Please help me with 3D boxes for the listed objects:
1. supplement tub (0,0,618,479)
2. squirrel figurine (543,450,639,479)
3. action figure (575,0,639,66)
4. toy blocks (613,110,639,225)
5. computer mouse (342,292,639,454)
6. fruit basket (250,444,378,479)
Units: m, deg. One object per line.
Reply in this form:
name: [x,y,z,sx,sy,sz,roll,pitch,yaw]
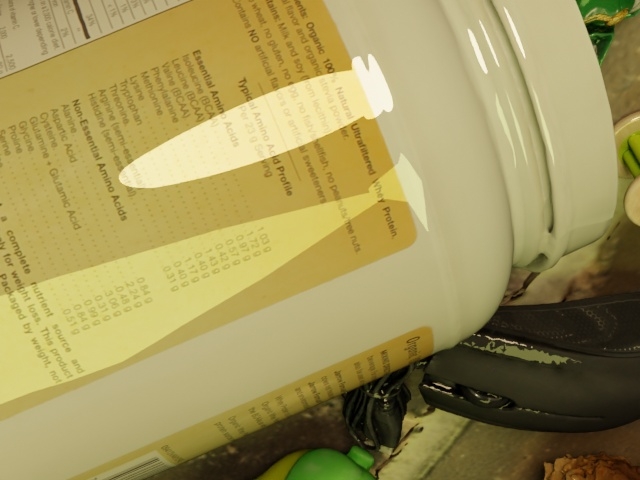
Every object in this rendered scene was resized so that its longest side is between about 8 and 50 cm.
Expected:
supplement tub: [-0.053,-0.026,0.444,0.316,0.228,0.228,-23,132,-4]
squirrel figurine: [0.303,0.239,0.672,0.370,0.281,0.397,-25,165,-24]
action figure: [0.143,-0.176,0.471,0.137,0.063,0.232,-8,136,-5]
toy blocks: [0.246,-0.018,0.563,0.123,0.148,0.054,-6,132,-3]
computer mouse: [0.153,0.104,0.695,0.272,0.072,0.188,-6,144,-5]
fruit basket: [-0.066,0.348,0.771,0.392,0.282,0.392,-8,143,-6]
